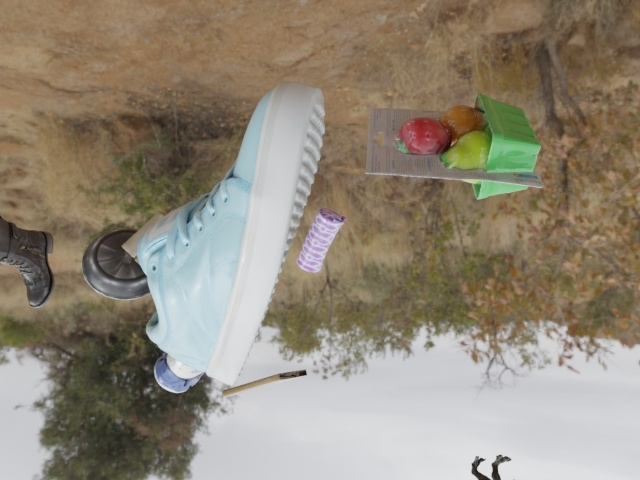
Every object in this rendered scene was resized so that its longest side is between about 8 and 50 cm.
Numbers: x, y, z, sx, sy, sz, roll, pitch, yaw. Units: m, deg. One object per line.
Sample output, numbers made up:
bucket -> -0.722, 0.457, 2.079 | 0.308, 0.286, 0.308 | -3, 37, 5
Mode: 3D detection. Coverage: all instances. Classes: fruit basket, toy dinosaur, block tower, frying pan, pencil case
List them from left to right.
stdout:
frying pan -> -0.398, 0.075, 1.208 | 0.326, 0.197, 0.053 | 26, 142, -1
block tower -> -0.320, 0.004, 1.047 | 0.097, 0.091, 0.335 | -43, -169, -6
pencil case -> 0.000, 0.000, 1.547 | 0.088, 0.206, 0.086 | 12, -150, -28
fruit basket -> 0.281, -0.208, 1.140 | 0.352, 0.327, 0.166 | -1, 128, 7
toy dinosaur -> 0.363, 0.527, 1.102 | 0.268, 0.118, 0.064 | -18, 137, 43

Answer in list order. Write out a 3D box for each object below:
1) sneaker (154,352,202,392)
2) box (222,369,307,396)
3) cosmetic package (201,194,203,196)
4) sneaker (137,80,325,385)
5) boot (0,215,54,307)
sneaker -> -0.229, 0.206, 1.186 | 0.182, 0.127, 0.315 | -44, -179, 45
box -> -0.161, 0.418, 1.503 | 0.201, 0.021, 0.164 | -23, 162, 22
cosmetic package -> -0.350, -0.088, 1.643 | 0.060, 0.115, 0.041 | -2, 173, -1
sneaker -> -0.108, 0.006, 0.498 | 0.150, 0.366, 0.135 | 20, -146, -4
boot -> -0.890, 0.062, 1.485 | 0.091, 0.263, 0.229 | -8, 169, 12
